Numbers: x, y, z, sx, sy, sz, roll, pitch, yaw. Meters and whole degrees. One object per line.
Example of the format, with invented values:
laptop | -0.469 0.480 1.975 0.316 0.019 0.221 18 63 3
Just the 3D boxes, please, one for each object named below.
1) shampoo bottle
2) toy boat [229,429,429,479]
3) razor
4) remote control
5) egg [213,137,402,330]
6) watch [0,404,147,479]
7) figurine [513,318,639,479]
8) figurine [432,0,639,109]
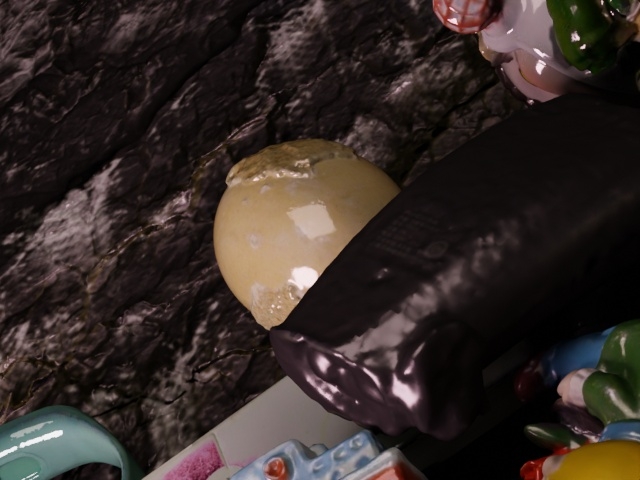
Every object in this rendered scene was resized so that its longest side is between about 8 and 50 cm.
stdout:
shampoo bottle | 0.197 -0.002 1.568 0.087 0.049 0.233 -21 40 12
toy boat | -0.064 0.252 1.411 0.332 0.145 0.133 -35 51 7
razor | 0.124 0.008 1.444 0.327 0.107 0.189 -38 34 -25
remote control | 0.007 0.154 1.528 0.344 0.050 0.145 -36 40 8
egg | -0.003 -0.001 1.625 0.164 0.164 0.201 -46 35 -13
watch | -0.251 0.238 1.646 0.237 0.068 0.195 -22 42 10
figurine | 0.185 0.162 1.345 0.185 0.127 0.234 2 53 39
figurine | 0.231 -0.181 1.558 0.370 0.281 0.167 180 106 -80
